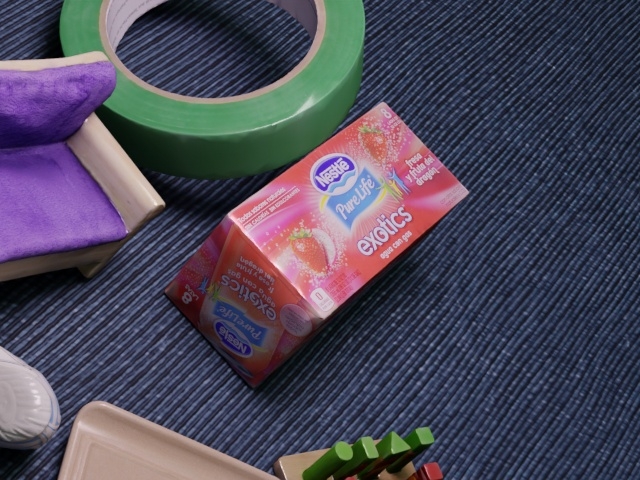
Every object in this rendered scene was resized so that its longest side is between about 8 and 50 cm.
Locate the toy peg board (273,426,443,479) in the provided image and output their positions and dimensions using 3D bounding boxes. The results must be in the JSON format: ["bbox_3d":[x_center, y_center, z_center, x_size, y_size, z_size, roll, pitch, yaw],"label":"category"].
[{"bbox_3d":[0.062,0.262,1.570,0.161,0.079,0.161,-4,60,-38],"label":"toy peg board"}]

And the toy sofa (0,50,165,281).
[{"bbox_3d":[-0.290,-0.053,1.413,0.150,0.177,0.362,51,25,13],"label":"toy sofa"}]

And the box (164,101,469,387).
[{"bbox_3d":[0.000,0.000,1.677,0.142,0.154,0.300,47,44,4],"label":"box"}]

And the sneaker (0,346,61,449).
[{"bbox_3d":[-0.332,0.107,1.414,0.237,0.086,0.085,36,71,9],"label":"sneaker"}]

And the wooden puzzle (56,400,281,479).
[{"bbox_3d":[-0.146,0.286,1.430,0.221,0.044,0.239,26,50,-18],"label":"wooden puzzle"}]

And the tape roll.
[{"bbox_3d":[-0.113,-0.211,1.706,0.321,0.077,0.321,1,54,-1],"label":"tape roll"}]
